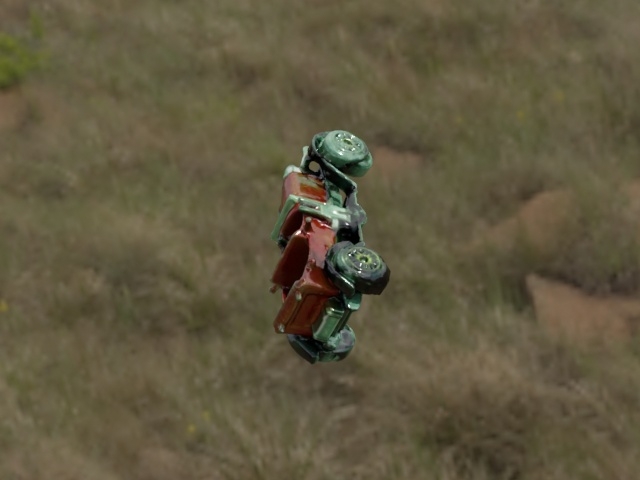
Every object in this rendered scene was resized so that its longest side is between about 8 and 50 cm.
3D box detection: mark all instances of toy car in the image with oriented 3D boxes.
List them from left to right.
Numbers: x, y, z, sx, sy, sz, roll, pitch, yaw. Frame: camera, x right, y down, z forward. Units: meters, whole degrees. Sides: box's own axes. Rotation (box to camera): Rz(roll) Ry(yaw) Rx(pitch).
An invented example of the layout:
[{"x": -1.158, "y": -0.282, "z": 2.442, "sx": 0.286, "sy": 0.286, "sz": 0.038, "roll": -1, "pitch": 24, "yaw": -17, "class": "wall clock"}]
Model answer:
[{"x": 0.000, "y": 0.000, "z": 0.915, "sx": 0.054, "sy": 0.073, "sz": 0.143, "roll": 14, "pitch": 39, "yaw": -18, "class": "toy car"}]
